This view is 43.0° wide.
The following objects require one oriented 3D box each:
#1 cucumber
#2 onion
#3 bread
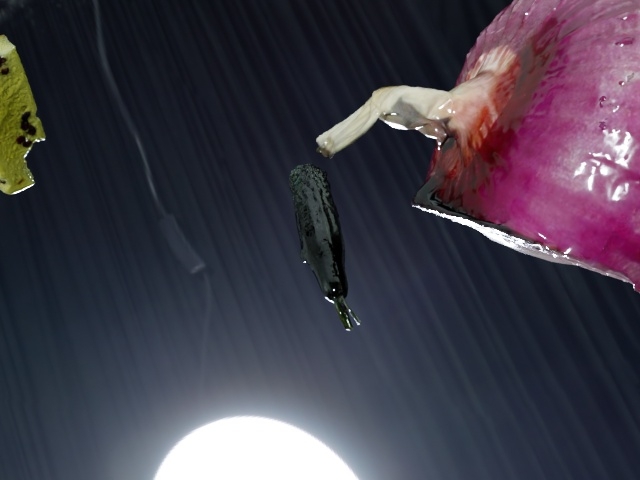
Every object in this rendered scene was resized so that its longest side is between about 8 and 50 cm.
[{"bbox_3d":[0.000,0.000,0.620,0.039,0.163,0.043,-33,126,19],"label":"cucumber"},{"bbox_3d":[0.207,-0.085,0.586,0.272,0.256,0.231,26,90,-47],"label":"onion"},{"bbox_3d":[-0.433,-0.165,1.119,0.088,0.049,0.226,-35,145,-27],"label":"bread"}]
